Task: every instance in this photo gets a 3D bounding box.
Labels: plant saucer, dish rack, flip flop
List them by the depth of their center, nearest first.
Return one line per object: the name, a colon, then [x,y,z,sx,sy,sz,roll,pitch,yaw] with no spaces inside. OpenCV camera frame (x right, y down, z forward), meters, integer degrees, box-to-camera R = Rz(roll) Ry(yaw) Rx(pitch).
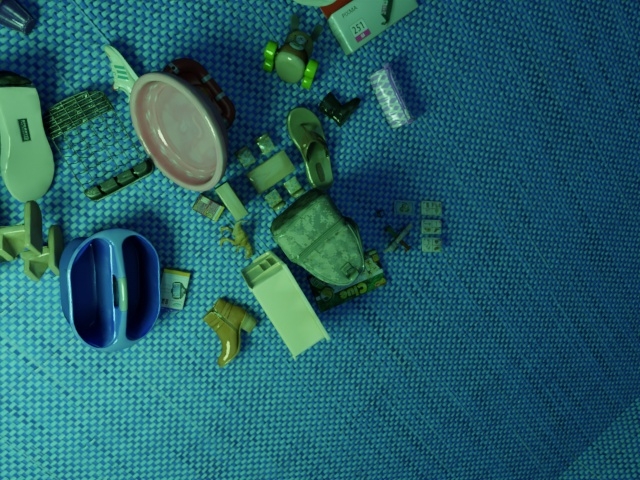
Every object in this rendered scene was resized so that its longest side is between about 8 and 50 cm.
plant saucer: [-0.372,-0.297,1.203,0.084,0.332,0.332,-45,111,-42]
dish rack: [-0.627,-0.268,1.236,0.208,0.074,0.272,-30,104,-10]
flip flop: [-0.022,-0.287,1.392,0.112,0.080,0.277,-20,104,-11]

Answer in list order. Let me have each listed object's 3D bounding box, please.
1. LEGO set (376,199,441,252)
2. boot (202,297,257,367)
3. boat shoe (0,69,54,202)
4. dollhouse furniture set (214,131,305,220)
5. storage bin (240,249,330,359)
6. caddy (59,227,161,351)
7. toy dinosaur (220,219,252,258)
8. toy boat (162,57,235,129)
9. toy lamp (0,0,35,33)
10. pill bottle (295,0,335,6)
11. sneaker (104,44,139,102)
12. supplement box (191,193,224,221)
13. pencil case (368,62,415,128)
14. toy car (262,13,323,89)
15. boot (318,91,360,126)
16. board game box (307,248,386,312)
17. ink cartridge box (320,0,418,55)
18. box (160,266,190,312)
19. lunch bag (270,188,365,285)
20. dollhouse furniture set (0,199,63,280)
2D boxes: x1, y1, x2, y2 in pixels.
LEGO set: [0.309,-0.049,1.555,0.244,0.060,0.183,1,87,-17]
boot: [-0.317,0.294,1.417,0.152,0.073,0.197,36,77,-19]
boat shoe: [-0.810,-0.282,1.169,0.127,0.158,0.341,-20,134,-48]
dollhouse furniture set: [-0.188,-0.177,1.323,0.242,0.161,0.212,-35,106,-7]
storage bin: [-0.117,0.186,1.352,0.123,0.260,0.262,-33,106,-9]
caddy: [-0.574,0.131,1.217,0.241,0.179,0.342,-8,103,-44]
toy dinosaur: [-0.255,-0.020,1.356,0.112,0.212,0.064,0,57,4]
toy boat: [-0.348,-0.403,1.246,0.151,0.151,0.231,-41,107,-6]
toy lamp: [-0.863,-0.629,1.106,0.274,0.080,0.080,34,89,-15]
pill bottle: [-0.011,-0.851,1.248,0.169,0.169,0.302,4,92,-16]
sneaker: [-0.559,-0.460,1.227,0.075,0.057,0.161,-40,110,-12]
supplement box: [-0.345,-0.101,1.354,0.083,0.043,0.055,31,90,-19]
pencil case: [0.232,-0.462,1.429,0.086,0.088,0.206,-34,105,-10]
toy car: [-0.065,-0.578,1.309,0.154,0.149,0.189,22,82,-7]
boot: [0.059,-0.435,1.411,0.099,0.045,0.121,39,88,-14]
board game box: [0.095,0.139,1.524,0.259,0.030,0.136,-23,107,-11]
ink cartridge box: [0.134,-0.758,1.368,0.275,0.060,0.239,-37,108,-7]
box: [-0.461,0.157,1.375,0.081,0.028,0.136,13,98,-17]
lunch bag: [0.000,0.000,1.336,0.212,0.305,0.256,-39,103,-3]
dollhouse furniture set: [-0.901,-0.061,1.080,0.361,0.394,0.257,-11,65,-12]
